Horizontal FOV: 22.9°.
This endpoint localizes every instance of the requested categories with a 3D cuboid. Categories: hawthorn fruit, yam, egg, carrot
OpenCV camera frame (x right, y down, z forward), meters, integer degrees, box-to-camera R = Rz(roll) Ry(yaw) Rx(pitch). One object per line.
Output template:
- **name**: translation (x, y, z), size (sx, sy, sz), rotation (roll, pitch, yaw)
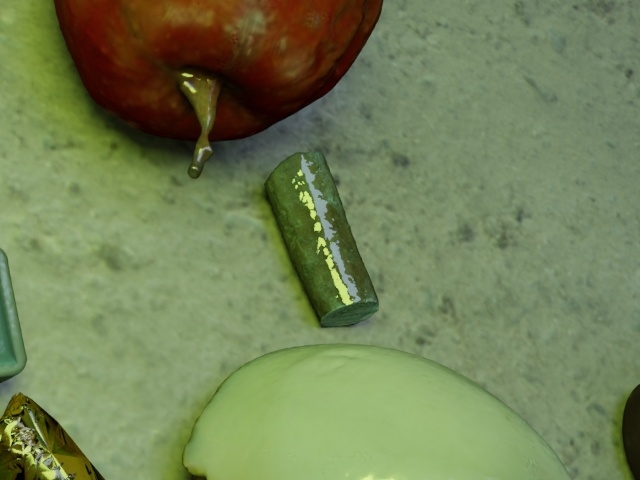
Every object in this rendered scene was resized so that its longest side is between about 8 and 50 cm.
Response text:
- **hawthorn fruit**: translation (-0.077, -0.157, 1.112), size (0.242, 0.242, 0.271), rotation (28, 51, -22)
- **yam**: translation (0.000, 0.000, 1.205), size (0.054, 0.054, 0.132), rotation (-10, 73, -41)
- **egg**: translation (0.061, 0.172, 1.069), size (0.286, 0.174, 0.264), rotation (42, 43, -6)
- **carrot**: translation (-0.133, 0.195, 0.980), size (0.228, 0.069, 0.069), rotation (51, 46, 0)

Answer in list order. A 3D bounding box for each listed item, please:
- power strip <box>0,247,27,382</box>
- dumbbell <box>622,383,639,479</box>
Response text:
- **power strip**: translation (-0.280, 0.082, 0.943), size (0.216, 0.061, 0.145), rotation (-4, 74, -38)
- **dumbbell**: translation (0.365, 0.143, 1.281), size (0.140, 0.225, 0.124), rotation (17, 57, -32)
